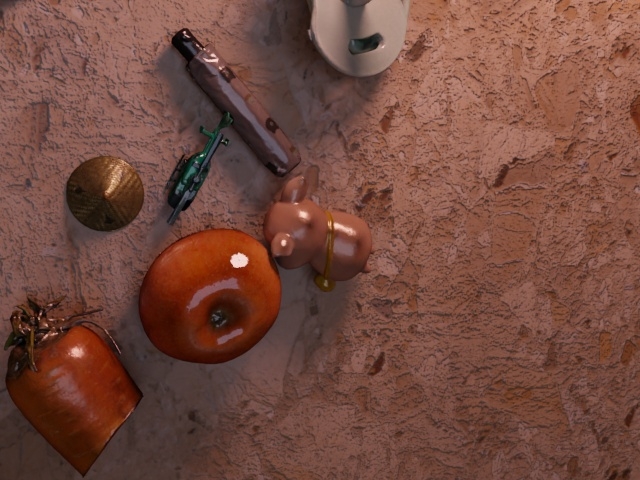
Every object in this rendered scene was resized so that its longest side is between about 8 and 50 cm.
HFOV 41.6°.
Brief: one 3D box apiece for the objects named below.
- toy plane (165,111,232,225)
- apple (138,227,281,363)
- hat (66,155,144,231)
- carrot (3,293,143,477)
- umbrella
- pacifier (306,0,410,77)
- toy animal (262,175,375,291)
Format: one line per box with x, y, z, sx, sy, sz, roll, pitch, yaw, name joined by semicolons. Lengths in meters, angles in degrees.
-0.232;-0.140;1.591;0.060;0.096;0.235;28;95;-18;toy plane
-0.204;0.110;1.586;0.272;0.206;0.251;-15;106;-14;apple
-0.400;-0.084;1.572;0.146;0.067;0.146;-2;99;-15;hat
-0.458;0.256;1.541;0.214;0.193;0.331;-30;104;29;carrot
-0.160;-0.262;1.610;0.073;0.067;0.337;-44;106;-16;umbrella
0.102;-0.479;1.551;0.288;0.269;0.343;-26;110;-36;pacifier
0.000;0.002;1.657;0.248;0.149;0.165;22;57;-32;toy animal
